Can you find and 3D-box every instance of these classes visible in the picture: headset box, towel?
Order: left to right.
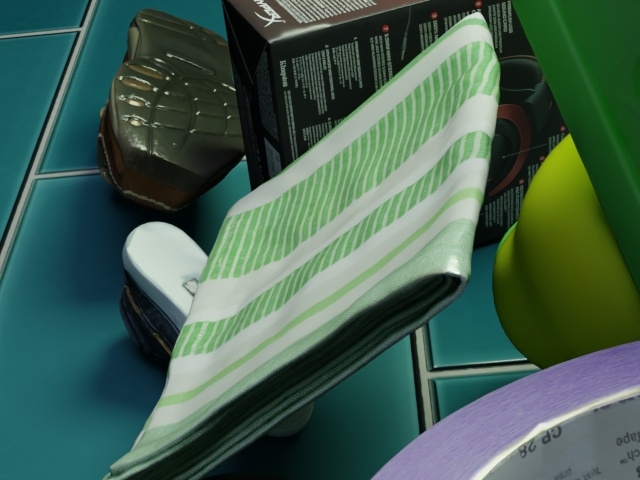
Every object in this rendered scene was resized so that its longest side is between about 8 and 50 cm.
[{"bbox_3d":[0.000,0.000,0.774,0.248,0.038,0.325,-37,16,27],"label":"towel"},{"bbox_3d":[0.091,-0.107,1.028,0.293,0.218,0.110,-18,34,-15],"label":"headset box"}]

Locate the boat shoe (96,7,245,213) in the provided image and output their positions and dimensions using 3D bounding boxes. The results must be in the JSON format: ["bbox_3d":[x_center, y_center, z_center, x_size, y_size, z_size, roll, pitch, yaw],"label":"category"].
[{"bbox_3d":[-0.132,-0.092,1.146,0.122,0.120,0.324,23,22,-12],"label":"boat shoe"}]

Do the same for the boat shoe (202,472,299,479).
[{"bbox_3d":[0.014,0.185,0.713,0.320,0.103,0.118,-13,51,1],"label":"boat shoe"}]

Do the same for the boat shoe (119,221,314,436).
[{"bbox_3d":[-0.073,0.073,0.927,0.065,0.083,0.183,-28,65,-29],"label":"boat shoe"}]

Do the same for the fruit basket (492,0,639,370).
[{"bbox_3d":[0.252,-0.019,0.730,0.283,0.392,0.392,-22,35,-9],"label":"fruit basket"}]

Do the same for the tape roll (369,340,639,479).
[{"bbox_3d":[0.142,0.126,0.464,0.275,0.090,0.275,-14,18,5],"label":"tape roll"}]
